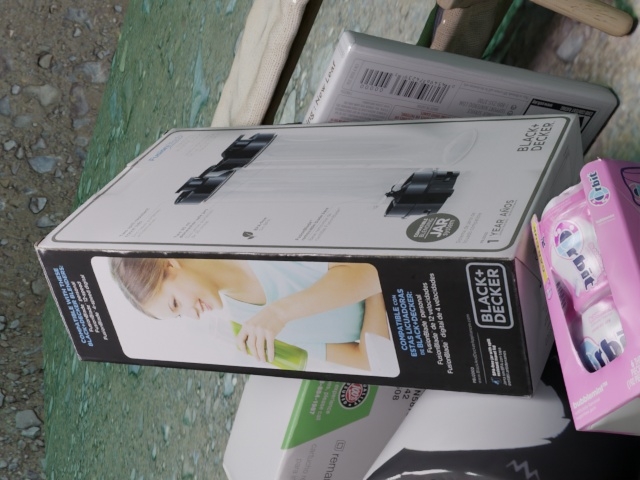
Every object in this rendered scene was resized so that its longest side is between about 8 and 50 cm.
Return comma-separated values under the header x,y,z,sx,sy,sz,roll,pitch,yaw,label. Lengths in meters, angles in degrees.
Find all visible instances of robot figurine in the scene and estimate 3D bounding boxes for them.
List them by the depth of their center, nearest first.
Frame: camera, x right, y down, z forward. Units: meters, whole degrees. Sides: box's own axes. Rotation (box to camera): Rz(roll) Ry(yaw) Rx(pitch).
x,y,z,sx,sy,sz,roll,pitch,yaw,label
0.105,0.156,0.552,0.278,0.174,0.209,-43,-29,-52,robot figurine

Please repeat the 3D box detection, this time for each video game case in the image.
x,y,z,sx,sy,sz,roll,pitch,yaw,label
0.078,-0.049,0.746,0.023,0.212,0.193,-107,33,-43,video game case

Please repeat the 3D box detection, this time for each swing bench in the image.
x,y,z,sx,sy,sz,roll,pitch,yaw,label
0.048,-0.133,0.792,0.165,0.255,0.253,-105,32,-44,swing bench

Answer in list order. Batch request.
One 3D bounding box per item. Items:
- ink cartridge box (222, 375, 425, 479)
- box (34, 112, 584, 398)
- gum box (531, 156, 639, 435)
x,y,z,sx,sy,sz,roll,pitch,yaw,label
0.061,0.121,0.728,0.092,0.219,0.160,-128,49,-56,ink cartridge box
0.000,0.000,0.618,0.169,0.290,0.087,-54,-42,-51,box
0.191,0.034,0.481,0.062,0.188,0.107,130,142,-49,gum box
